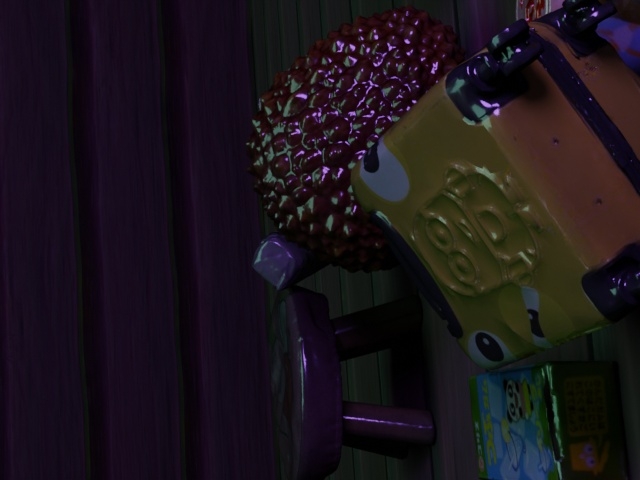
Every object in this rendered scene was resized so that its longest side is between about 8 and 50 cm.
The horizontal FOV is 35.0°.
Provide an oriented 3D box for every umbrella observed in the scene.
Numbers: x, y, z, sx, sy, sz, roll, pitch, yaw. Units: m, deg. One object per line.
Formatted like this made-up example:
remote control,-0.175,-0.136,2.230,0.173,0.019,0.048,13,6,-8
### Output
umbrella,0.000,0.000,1.416,0.073,0.067,0.337,54,-157,5

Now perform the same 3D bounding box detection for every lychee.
lychee,0.056,-0.112,1.042,0.271,0.271,0.271,177,90,-80

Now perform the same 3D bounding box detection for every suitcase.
suitcase,0.145,-0.034,0.676,0.194,0.143,0.235,56,152,3

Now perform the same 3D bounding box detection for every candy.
candy,0.183,0.153,0.851,0.194,0.062,0.097,135,130,-76

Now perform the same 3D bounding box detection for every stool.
stool,0.033,0.189,1.355,0.272,0.178,0.272,177,90,-80

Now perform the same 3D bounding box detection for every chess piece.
chess piece,0.186,-0.187,0.815,0.083,0.038,0.084,176,90,-78

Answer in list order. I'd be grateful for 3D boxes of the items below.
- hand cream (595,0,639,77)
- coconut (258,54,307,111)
hand cream,0.209,-0.145,0.666,0.271,0.058,0.091,120,134,-64
coconut,0.019,-0.115,1.312,0.237,0.197,0.237,178,90,-75
